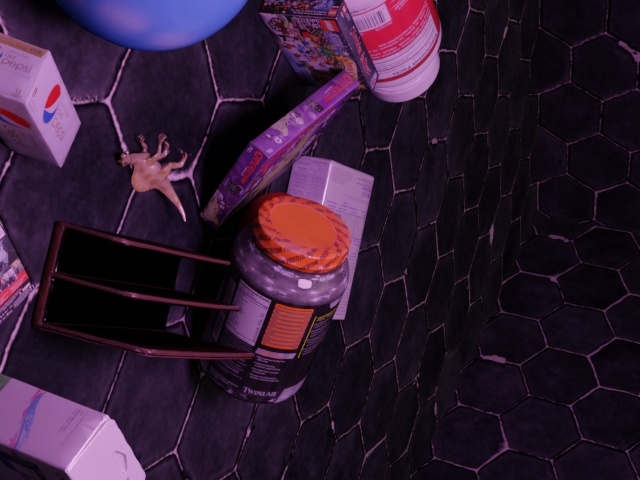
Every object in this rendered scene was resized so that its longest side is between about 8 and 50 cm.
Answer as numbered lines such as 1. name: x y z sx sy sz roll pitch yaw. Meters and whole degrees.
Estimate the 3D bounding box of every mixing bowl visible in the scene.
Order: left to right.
1. mixing bowl: -0.088 -0.024 1.656 0.181 0.098 0.181 -25 149 -16

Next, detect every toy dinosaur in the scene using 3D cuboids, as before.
1. toy dinosaur: -0.255 -0.110 1.386 0.093 0.053 0.183 -56 143 -10

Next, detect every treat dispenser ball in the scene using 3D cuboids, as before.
1. treat dispenser ball: -0.206 -0.376 1.073 0.288 0.288 0.288 -37 133 -54

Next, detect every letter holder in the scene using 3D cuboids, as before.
1. letter holder: -0.229 0.084 1.312 0.302 0.214 0.152 17 85 -64

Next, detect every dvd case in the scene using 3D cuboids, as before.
1. dvd case: -0.419 0.047 1.137 0.087 0.013 0.120 -56 148 -39

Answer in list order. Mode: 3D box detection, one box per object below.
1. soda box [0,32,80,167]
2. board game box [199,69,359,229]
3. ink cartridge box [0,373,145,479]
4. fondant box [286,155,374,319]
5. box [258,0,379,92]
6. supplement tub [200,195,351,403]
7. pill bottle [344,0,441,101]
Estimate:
1. soda box: -0.342 -0.159 1.036 0.216 0.073 0.069 114 -4 -75
2. board game box: -0.069 -0.169 1.601 0.347 0.056 0.208 -46 174 -48
3. ink cartridge box: -0.350 0.269 1.143 0.093 0.212 0.154 -58 149 -36
4. fondant box: 0.000 0.000 1.893 0.238 0.096 0.331 12 89 -65
5. box: 0.001 -0.365 1.660 0.044 0.159 0.233 -70 153 -18
6. supplement tub: -0.077 0.103 1.535 0.207 0.207 0.338 -40 158 -53
7. pill bottle: 0.112 -0.453 1.771 0.408 0.228 0.229 49 57 -60
